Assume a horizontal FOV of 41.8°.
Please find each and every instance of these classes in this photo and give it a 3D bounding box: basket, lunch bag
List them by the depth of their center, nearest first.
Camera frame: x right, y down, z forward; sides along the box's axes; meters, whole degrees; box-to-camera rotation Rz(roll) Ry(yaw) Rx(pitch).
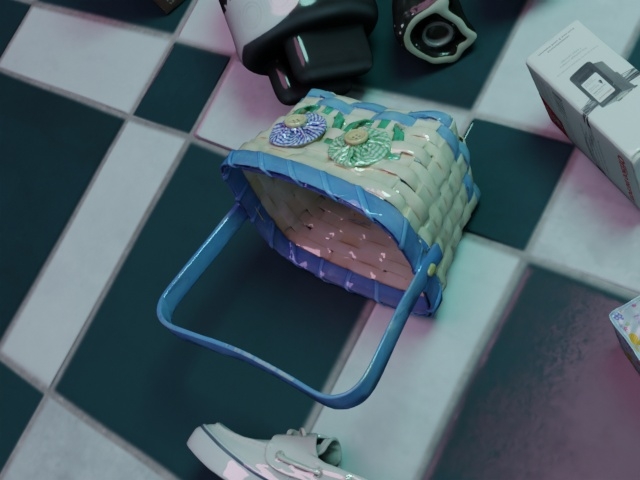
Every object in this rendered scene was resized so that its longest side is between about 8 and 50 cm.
[{"bbox_3d":[0.280,0.092,0.681,0.053,0.071,0.083,-31,53,11],"label":"lunch bag"},{"bbox_3d":[0.000,0.000,0.810,0.254,0.201,0.289,17,68,35],"label":"basket"}]

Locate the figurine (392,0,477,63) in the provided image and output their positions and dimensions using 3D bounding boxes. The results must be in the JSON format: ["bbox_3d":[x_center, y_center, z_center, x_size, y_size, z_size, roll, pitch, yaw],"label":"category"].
[{"bbox_3d":[0.152,-0.341,0.920,0.215,0.092,0.209,-42,44,36],"label":"figurine"}]

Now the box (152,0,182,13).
[{"bbox_3d":[-0.240,-0.470,1.175,0.167,0.203,0.168,-37,55,11],"label":"box"}]

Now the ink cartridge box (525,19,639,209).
[{"bbox_3d":[0.265,-0.111,0.759,0.063,0.109,0.150,-38,54,6],"label":"ink cartridge box"}]

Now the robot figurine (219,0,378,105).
[{"bbox_3d":[-0.033,-0.301,0.967,0.209,0.173,0.278,-23,81,24],"label":"robot figurine"}]

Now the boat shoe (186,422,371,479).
[{"bbox_3d":[-0.010,0.222,0.794,0.258,0.095,0.084,22,77,26],"label":"boat shoe"}]
